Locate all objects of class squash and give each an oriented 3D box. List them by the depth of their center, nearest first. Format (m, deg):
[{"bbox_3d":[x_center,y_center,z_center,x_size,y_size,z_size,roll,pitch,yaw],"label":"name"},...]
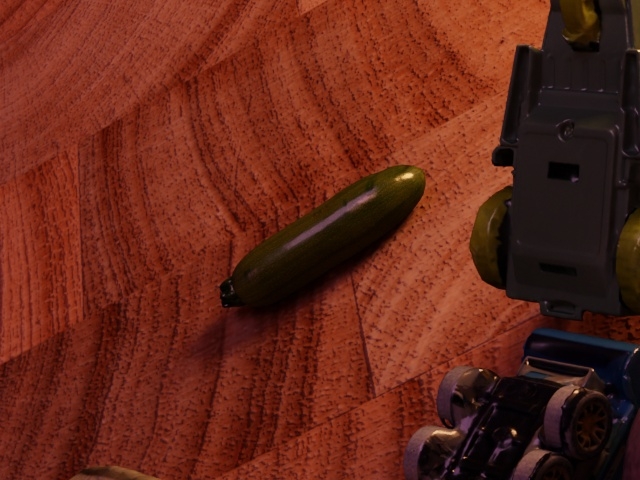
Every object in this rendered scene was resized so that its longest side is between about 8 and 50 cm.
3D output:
[{"bbox_3d":[0.000,0.000,1.977,0.258,0.069,0.069,-34,38,9],"label":"squash"}]

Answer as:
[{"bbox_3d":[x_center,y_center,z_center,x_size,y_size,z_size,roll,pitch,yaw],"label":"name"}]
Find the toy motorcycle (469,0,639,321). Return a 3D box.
[{"bbox_3d":[0.271,-0.093,1.682,0.191,0.200,0.327,10,96,45],"label":"toy motorcycle"}]

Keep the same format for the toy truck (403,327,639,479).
[{"bbox_3d":[0.149,0.235,1.521,0.146,0.175,0.367,9,58,47],"label":"toy truck"}]

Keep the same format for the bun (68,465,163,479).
[{"bbox_3d":[-0.171,0.318,1.731,0.244,0.153,0.244,-31,46,39],"label":"bun"}]

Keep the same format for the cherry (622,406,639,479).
[{"bbox_3d":[0.325,0.183,1.421,0.213,0.183,0.266,-3,70,62],"label":"cherry"}]
